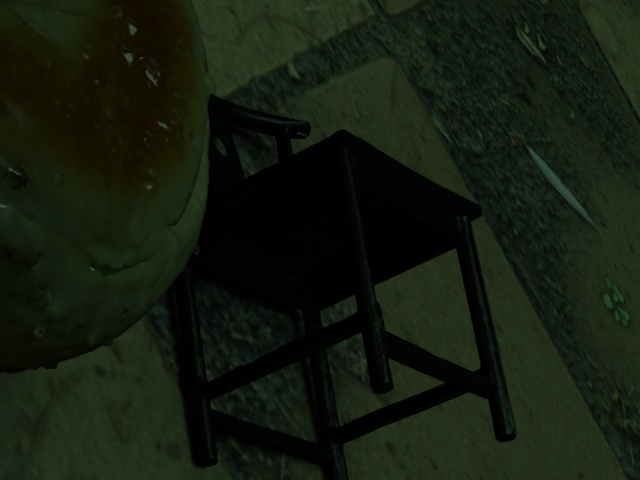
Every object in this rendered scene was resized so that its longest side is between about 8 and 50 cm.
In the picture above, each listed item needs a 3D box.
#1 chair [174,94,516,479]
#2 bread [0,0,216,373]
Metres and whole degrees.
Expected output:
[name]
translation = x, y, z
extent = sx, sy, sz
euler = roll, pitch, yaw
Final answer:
[chair]
translation = 0.000, 0.000, 1.028
extent = 0.154, 0.141, 0.260
euler = 26, 47, -50
[bread]
translation = -0.172, -0.081, 0.772
extent = 0.305, 0.159, 0.305
euler = 46, 30, -36
